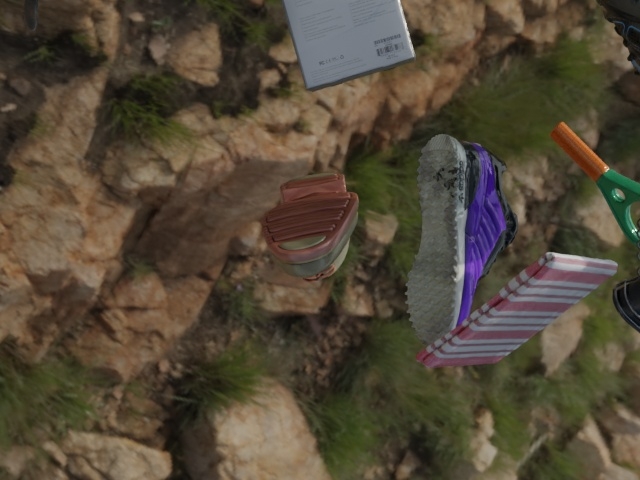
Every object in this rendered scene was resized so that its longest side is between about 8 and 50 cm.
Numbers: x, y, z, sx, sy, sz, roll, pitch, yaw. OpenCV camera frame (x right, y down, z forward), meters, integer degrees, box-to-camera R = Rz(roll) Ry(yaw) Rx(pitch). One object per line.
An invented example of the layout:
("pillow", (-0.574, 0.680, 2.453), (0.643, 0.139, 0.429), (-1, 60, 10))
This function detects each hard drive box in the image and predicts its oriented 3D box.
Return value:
("hard drive box", (0.035, -0.373, 1.410), (0.089, 0.181, 0.232), (-49, 124, -81))

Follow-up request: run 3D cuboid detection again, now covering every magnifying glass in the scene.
("magnifying glass", (0.396, -0.070, 1.190), (0.026, 0.231, 0.092), (-35, 163, -24))

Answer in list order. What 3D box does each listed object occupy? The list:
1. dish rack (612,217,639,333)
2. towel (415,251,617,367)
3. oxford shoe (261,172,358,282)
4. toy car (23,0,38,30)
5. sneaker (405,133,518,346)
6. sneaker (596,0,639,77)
("dish rack", (0.442, 0.042, 1.021), (0.208, 0.074, 0.271), (39, 39, -9))
("towel", (0.207, 0.074, 0.942), (0.144, 0.029, 0.197), (6, 138, -49))
("oxford shoe", (0.000, 0.000, 1.348), (0.397, 0.141, 0.146), (-71, 152, -73))
("toy car", (-0.318, -0.345, 1.096), (0.149, 0.188, 0.155), (5, 63, -47))
("sneaker", (0.209, 0.008, 1.221), (0.146, 0.102, 0.293), (6, 90, -33))
("sneaker", (0.408, -0.273, 1.113), (0.125, 0.340, 0.139), (-24, 153, -18))
